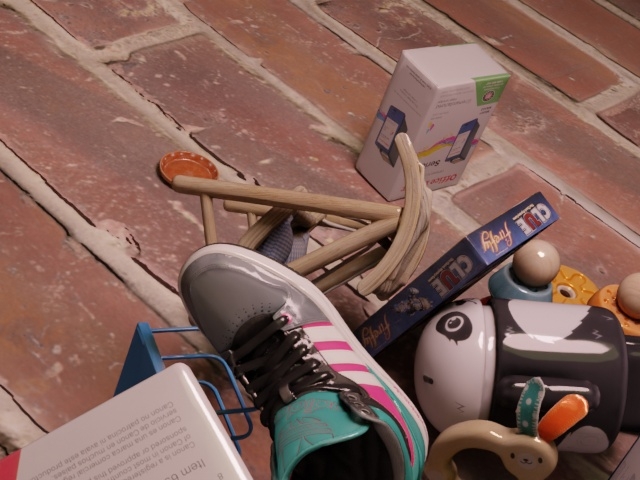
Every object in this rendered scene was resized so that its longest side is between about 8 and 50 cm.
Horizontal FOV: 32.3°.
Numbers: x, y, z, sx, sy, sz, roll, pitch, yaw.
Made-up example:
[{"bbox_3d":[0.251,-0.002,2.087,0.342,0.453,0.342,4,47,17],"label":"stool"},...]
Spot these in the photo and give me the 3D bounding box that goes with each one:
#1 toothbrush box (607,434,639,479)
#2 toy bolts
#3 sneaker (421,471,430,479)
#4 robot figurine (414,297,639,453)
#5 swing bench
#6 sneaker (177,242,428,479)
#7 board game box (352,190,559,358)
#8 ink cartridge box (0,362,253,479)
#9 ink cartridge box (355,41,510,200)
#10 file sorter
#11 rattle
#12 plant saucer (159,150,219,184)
[{"bbox_3d":[0.480,0.296,1.184,0.295,0.216,0.126,19,37,-1],"label":"toothbrush box"},{"bbox_3d":[0.322,0.059,1.451,0.228,0.158,0.218,8,39,-16],"label":"toy bolts"},{"bbox_3d":[0.115,0.362,1.058,0.123,0.106,0.290,-34,67,3],"label":"sneaker"},{"bbox_3d":[0.247,0.151,1.268,0.278,0.209,0.174,5,58,-1],"label":"robot figurine"},{"bbox_3d":[0.000,0.000,1.204,0.254,0.165,0.253,-9,-6,8],"label":"swing bench"},{"bbox_3d":[-0.022,0.136,0.960,0.295,0.124,0.178,44,14,-7],"label":"sneaker"},{"bbox_3d":[0.156,0.045,1.324,0.165,0.243,0.042,-28,78,-44],"label":"board game box"},{"bbox_3d":[-0.121,0.330,0.782,0.279,0.160,0.385,-27,64,-11],"label":"ink cartridge box"},{"bbox_3d":[0.162,-0.174,1.624,0.154,0.212,0.093,-14,52,-38],"label":"ink cartridge box"},{"bbox_3d":[-0.136,0.180,1.083,0.104,0.170,0.118,1,41,-30],"label":"file sorter"},{"bbox_3d":[0.176,0.242,1.118,0.142,0.199,0.130,-26,79,-50],"label":"rattle"},{"bbox_3d":[-0.182,-0.094,1.528,0.083,0.013,0.083,13,39,-10],"label":"plant saucer"}]
